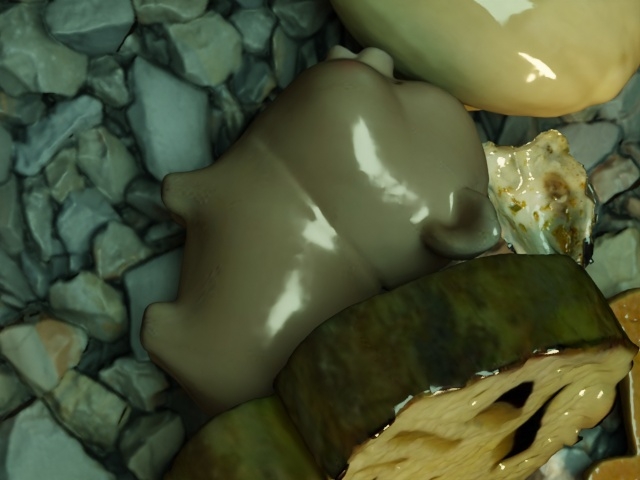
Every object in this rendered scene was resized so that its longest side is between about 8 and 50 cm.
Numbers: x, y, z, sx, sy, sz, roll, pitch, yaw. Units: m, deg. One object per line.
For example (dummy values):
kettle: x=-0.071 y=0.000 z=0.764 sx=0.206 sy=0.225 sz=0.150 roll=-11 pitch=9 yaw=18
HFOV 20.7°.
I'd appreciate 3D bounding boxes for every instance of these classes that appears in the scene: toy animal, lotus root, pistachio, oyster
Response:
toy animal: x=0.000 y=0.000 z=1.423 sx=0.269 sy=0.237 sz=0.326 roll=11 pitch=85 yaw=-2
lotus root: x=0.067 y=0.159 z=1.373 sx=0.390 sy=0.375 sz=0.111 roll=-38 pitch=61 yaw=14
pistachio: x=0.128 y=-0.214 z=1.476 sx=0.318 sy=0.193 sz=0.214 roll=25 pitch=123 yaw=-22
oyster: x=0.196 y=-0.025 z=1.566 sx=0.103 sy=0.051 sz=0.148 roll=-17 pitch=91 yaw=-1

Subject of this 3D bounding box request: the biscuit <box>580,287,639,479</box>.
biscuit: x=0.327 y=0.207 z=1.595 sx=0.216 sy=0.047 sz=0.339 roll=-2 pitch=87 yaw=-18
